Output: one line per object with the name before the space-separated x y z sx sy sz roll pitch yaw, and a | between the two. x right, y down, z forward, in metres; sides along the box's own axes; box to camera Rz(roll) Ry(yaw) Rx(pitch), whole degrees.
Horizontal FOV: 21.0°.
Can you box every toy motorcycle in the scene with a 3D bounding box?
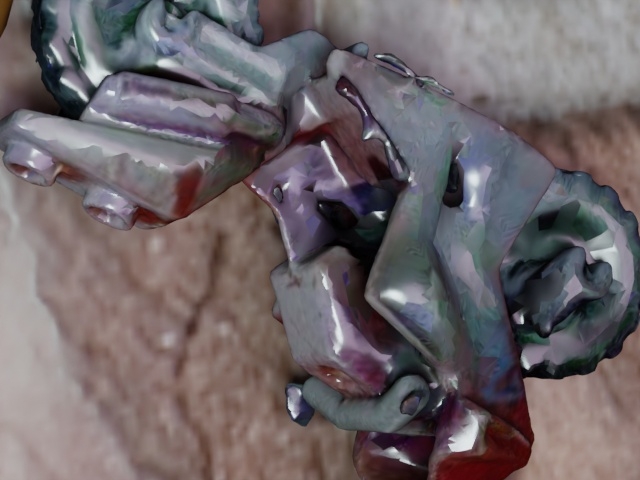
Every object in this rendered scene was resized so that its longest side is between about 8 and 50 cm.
toy motorcycle | 0.000 0.000 0.504 0.213 0.082 0.122 31 68 -20

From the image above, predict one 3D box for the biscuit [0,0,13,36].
biscuit | -0.178 -0.167 0.293 0.343 0.166 0.395 28 98 -27
